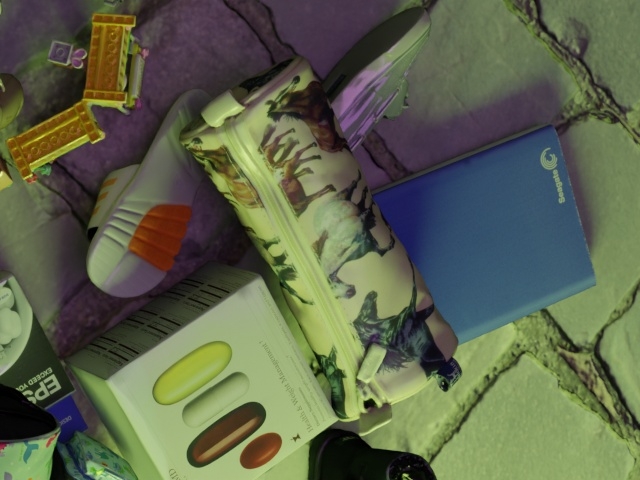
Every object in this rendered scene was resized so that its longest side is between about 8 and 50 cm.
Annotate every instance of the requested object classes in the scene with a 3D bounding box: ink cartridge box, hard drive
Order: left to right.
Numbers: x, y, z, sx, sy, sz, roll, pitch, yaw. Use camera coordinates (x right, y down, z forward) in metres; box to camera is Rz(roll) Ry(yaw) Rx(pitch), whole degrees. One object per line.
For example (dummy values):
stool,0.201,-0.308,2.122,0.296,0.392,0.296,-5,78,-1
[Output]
ink cartridge box,-0.371,0.171,1.864,0.206,0.045,0.208,-32,109,-18
hard drive,0.166,0.012,2.093,0.318,0.040,0.210,-22,104,-21

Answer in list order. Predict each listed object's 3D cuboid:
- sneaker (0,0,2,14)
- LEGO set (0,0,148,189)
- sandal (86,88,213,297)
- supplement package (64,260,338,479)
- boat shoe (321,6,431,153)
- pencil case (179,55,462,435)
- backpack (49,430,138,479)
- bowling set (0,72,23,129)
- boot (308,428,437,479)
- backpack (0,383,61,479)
sneaker,-0.443,-0.312,1.756,0.292,0.110,0.118,44,85,-13
LEGO set,-0.261,-0.146,1.872,0.132,0.107,0.287,27,88,11
sandal,-0.189,-0.049,1.915,0.102,0.076,0.265,49,54,-35
supplement package,-0.130,0.162,1.914,0.203,0.149,0.194,-35,108,-19
boat shoe,0.055,-0.166,2.010,0.227,0.079,0.081,-48,118,-6
pencil case,0.000,0.000,1.902,0.160,0.183,0.410,-26,106,12
backpack,-0.244,0.267,1.895,0.114,0.105,0.084,40,91,-27
bowling set,-0.427,-0.055,1.739,0.200,0.154,0.287,18,105,-5
boot,0.058,0.344,1.987,0.094,0.207,0.246,-3,97,-24
backpack,-0.386,0.219,1.717,0.253,0.225,0.191,-1,101,-31
